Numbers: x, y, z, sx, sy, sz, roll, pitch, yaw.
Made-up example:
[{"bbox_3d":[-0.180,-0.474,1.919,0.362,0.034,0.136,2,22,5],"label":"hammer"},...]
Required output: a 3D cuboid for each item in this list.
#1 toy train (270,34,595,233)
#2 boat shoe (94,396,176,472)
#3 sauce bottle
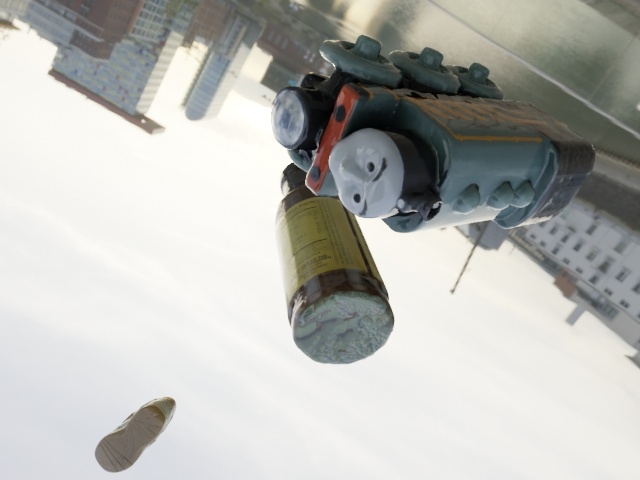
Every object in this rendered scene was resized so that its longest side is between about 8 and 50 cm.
[{"bbox_3d":[0.118,-0.093,0.508,0.334,0.142,0.190,-7,-137,-41],"label":"toy train"},{"bbox_3d":[-0.277,0.294,0.799,0.063,0.170,0.059,52,-157,3],"label":"boat shoe"},{"bbox_3d":[0.000,0.000,0.657,0.112,0.111,0.344,25,-155,-22],"label":"sauce bottle"}]
